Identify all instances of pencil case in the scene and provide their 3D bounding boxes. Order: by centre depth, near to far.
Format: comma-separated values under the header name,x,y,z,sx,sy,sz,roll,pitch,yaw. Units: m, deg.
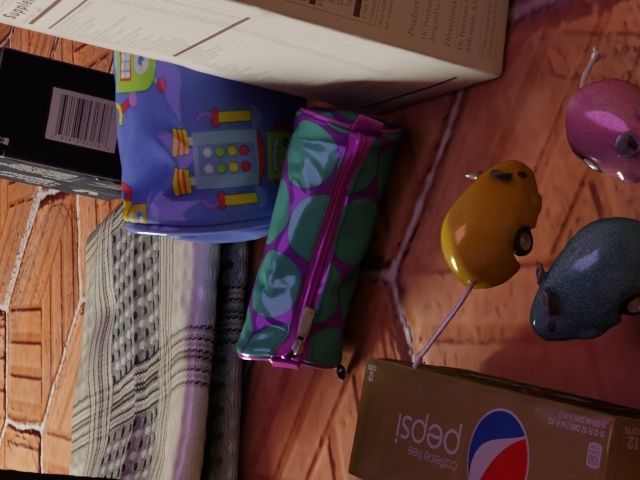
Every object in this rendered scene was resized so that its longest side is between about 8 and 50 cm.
name,x,y,z,sx,sy,sz,roll,pitch,yaw
pencil case,0.000,0.000,0.714,0.070,0.064,0.151,-134,58,-77
pencil case,-0.079,-0.150,0.781,0.133,0.119,0.306,-4,93,45

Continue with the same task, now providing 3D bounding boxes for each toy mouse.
name,x,y,z,sx,sy,sz,roll,pitch,yaw
toy mouse,0.110,-0.017,0.506,0.143,0.031,0.161,4,63,49

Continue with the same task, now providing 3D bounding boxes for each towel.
name,x,y,z,sx,sy,sz,roll,pitch,yaw
towel,-0.139,0.100,0.957,0.312,0.056,0.324,-28,56,57

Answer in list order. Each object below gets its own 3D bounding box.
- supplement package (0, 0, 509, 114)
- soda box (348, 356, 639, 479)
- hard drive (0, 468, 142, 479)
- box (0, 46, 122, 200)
name,x,y,z,sx,sy,sz,roll,pitch,yaw
supplement package,-0.036,-0.163,0.647,0.139,0.244,0.133,-8,73,61
soda box,0.082,0.089,0.523,0.181,0.061,0.058,3,83,63
hard drive,-0.091,0.146,0.532,0.237,0.339,0.064,0,79,62
box,-0.227,-0.096,1.091,0.158,0.156,0.093,-4,76,63
